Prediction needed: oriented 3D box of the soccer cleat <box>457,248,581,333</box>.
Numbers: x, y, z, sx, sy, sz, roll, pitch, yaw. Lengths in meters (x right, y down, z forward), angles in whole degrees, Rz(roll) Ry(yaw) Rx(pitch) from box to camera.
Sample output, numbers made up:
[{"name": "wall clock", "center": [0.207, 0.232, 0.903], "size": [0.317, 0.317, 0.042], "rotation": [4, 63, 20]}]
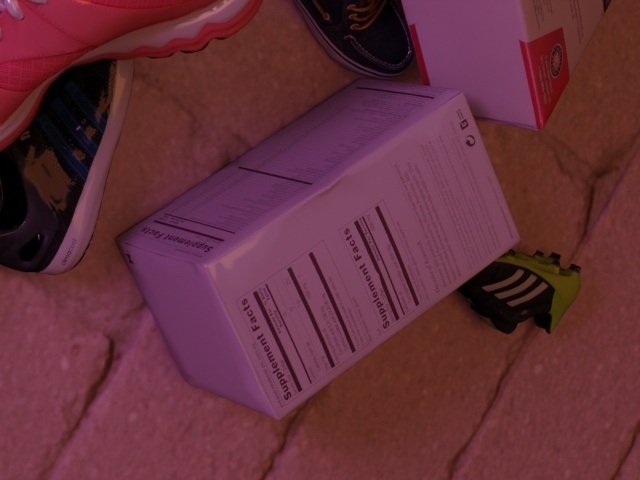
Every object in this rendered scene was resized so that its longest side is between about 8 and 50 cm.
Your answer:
[{"name": "soccer cleat", "center": [0.140, 0.036, 1.545], "size": [0.179, 0.060, 0.072], "rotation": [15, 103, -36]}]

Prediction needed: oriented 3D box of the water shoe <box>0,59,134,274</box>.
[{"name": "water shoe", "center": [-0.183, -0.077, 1.290], "size": [0.080, 0.073, 0.203], "rotation": [9, 93, -33]}]

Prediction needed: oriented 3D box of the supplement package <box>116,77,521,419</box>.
[{"name": "supplement package", "center": [0.000, 0.000, 1.390], "size": [0.244, 0.139, 0.134], "rotation": [-35, 115, -23]}]

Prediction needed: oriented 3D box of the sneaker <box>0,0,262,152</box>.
[{"name": "sneaker", "center": [-0.182, -0.153, 1.166], "size": [0.314, 0.116, 0.136], "rotation": [-28, 156, -11]}]

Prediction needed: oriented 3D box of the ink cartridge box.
[{"name": "ink cartridge box", "center": [0.154, -0.229, 1.412], "size": [0.237, 0.100, 0.172], "rotation": [-60, 148, -32]}]

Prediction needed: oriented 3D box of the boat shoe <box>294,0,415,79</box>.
[{"name": "boat shoe", "center": [0.025, -0.182, 1.407], "size": [0.183, 0.083, 0.065], "rotation": [43, 74, -32]}]
